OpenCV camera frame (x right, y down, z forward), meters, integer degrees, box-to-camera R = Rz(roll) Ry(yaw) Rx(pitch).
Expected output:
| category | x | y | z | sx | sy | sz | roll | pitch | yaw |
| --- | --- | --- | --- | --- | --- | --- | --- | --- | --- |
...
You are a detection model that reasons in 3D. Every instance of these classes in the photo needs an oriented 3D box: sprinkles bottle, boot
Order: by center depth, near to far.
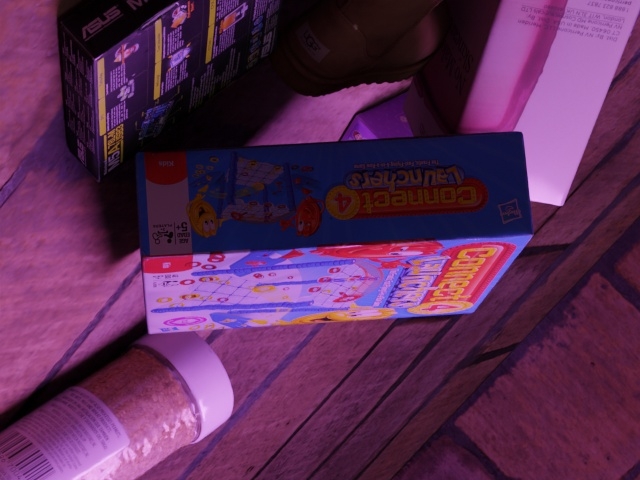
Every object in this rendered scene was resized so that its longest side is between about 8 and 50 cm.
| category | x | y | z | sx | sy | sz | roll | pitch | yaw |
| --- | --- | --- | --- | --- | --- | --- | --- | --- | --- |
| boot | 0.106 | -0.227 | 1.460 | 0.269 | 0.089 | 0.236 | -42 | 176 | 38 |
| sprinkles bottle | -0.249 | 0.213 | 1.785 | 0.355 | 0.121 | 0.121 | -33 | 162 | -33 |

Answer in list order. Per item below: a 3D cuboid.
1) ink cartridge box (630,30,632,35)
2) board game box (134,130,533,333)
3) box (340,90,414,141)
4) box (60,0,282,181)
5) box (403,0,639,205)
| category | x | y | z | sx | sy | sz | roll | pitch | yaw |
| --- | --- | --- | --- | --- | --- | --- | --- | --- | --- |
| ink cartridge box | 0.334 | -0.352 | 1.774 | 0.333 | 0.065 | 0.165 | 99 | 15 | -63 |
| board game box | 0.000 | 0.000 | 1.540 | 0.301 | 0.086 | 0.308 | -3 | 167 | -5 |
| box | 0.057 | -0.048 | 1.992 | 0.201 | 0.057 | 0.293 | -28 | 158 | -44 |
| box | -0.105 | -0.147 | 1.342 | 0.184 | 0.045 | 0.191 | -36 | 164 | -19 |
| box | 0.175 | -0.171 | 1.613 | 0.126 | 0.149 | 0.232 | 8 | 121 | -17 |
